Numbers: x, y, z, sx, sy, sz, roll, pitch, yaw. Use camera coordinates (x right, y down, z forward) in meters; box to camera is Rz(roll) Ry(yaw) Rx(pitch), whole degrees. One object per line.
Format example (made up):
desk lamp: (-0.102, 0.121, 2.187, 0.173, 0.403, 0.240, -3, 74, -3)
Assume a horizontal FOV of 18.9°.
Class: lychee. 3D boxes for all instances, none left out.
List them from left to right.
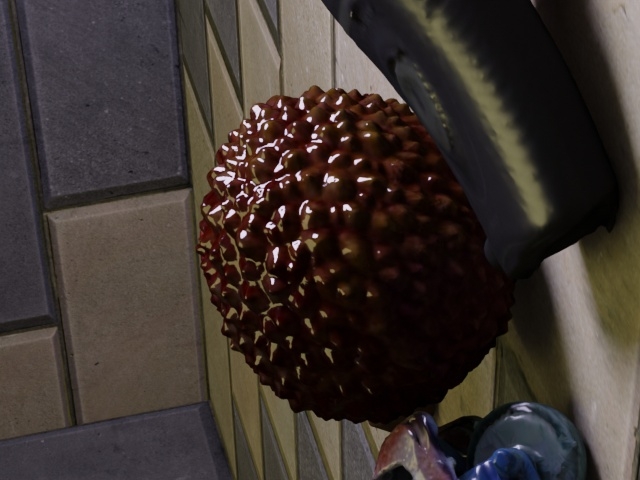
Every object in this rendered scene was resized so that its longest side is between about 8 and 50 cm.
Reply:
lychee: (0.036, 0.013, 1.785, 0.330, 0.306, 0.306, 42, -173, -25)

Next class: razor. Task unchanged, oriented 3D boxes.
razor: (0.116, -0.139, 1.548, 0.349, 0.113, 0.204, 58, 165, 6)

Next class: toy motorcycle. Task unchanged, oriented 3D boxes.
toy motorcycle: (0.158, 0.308, 1.721, 0.241, 0.182, 0.319, -32, 66, 50)

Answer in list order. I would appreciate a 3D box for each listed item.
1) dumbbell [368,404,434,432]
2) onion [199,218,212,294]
dumbbell: (0.071, 0.139, 2.327, 0.082, 0.092, 0.231, 50, -171, -35)
onion: (0.000, 0.000, 2.064, 0.276, 0.276, 0.276, 170, 90, -80)
